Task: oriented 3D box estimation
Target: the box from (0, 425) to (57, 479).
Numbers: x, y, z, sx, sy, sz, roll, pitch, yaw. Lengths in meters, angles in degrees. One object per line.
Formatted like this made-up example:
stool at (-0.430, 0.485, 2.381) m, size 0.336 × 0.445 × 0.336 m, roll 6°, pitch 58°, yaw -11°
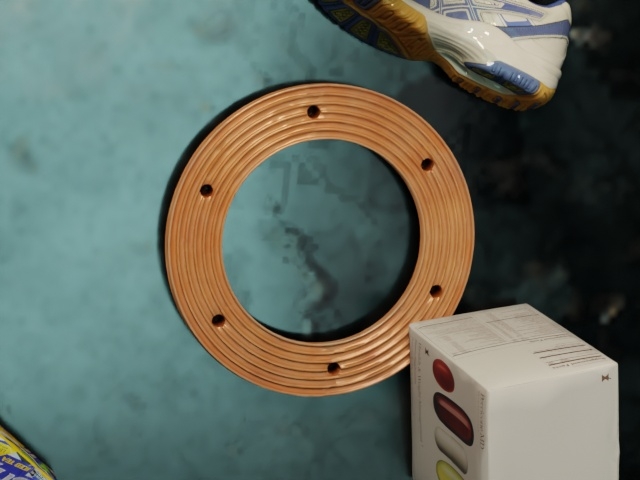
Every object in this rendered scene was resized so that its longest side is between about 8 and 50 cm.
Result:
box at (-0.348, 0.211, 1.865) m, size 0.059 × 0.054 × 0.169 m, roll -46°, pitch 107°, yaw -3°

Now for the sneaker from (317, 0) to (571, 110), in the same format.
sneaker at (0.126, -0.251, 1.898) m, size 0.296 × 0.112 × 0.131 m, roll 27°, pitch 75°, yaw -19°

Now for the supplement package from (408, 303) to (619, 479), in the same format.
supplement package at (0.199, 0.195, 1.914) m, size 0.149 × 0.203 × 0.194 m, roll -9°, pitch 109°, yaw -19°

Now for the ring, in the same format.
ring at (0.000, 0.000, 1.933) m, size 0.336 × 0.032 × 0.336 m, roll -3°, pitch 101°, yaw -15°
